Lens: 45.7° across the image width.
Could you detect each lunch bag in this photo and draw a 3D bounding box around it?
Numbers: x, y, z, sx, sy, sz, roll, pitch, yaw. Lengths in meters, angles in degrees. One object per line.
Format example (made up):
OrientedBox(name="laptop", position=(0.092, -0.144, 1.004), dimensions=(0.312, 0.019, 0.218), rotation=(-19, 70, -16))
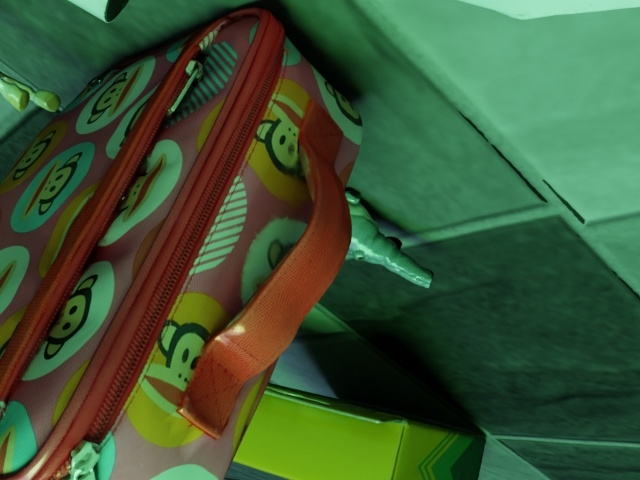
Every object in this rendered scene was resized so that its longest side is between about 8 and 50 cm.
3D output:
OrientedBox(name="lunch bag", position=(-0.098, 0.017, 0.413), dimensions=(0.258, 0.293, 0.120), rotation=(-7, 140, 40))

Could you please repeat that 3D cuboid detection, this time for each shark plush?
OrientedBox(name="shark plush", position=(0.000, 0.000, 0.547), dimensions=(0.161, 0.067, 0.073), rotation=(28, 153, -7))

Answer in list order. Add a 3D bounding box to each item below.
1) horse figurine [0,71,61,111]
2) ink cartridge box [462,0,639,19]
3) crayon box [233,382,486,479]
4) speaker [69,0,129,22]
OrientedBox(name="horse figurine", position=(-0.241, -0.136, 0.398), dimensions=(0.174, 0.066, 0.263), rotation=(22, 161, -2))
OrientedBox(name="ink cartridge box", position=(0.024, -0.161, 0.259), dimensions=(0.232, 0.066, 0.189), rotation=(0, 144, 32))
OrientedBox(name="crayon box", position=(0.024, 0.203, 0.769), dimensions=(0.202, 0.081, 0.318), rotation=(8, 167, 30))
OrientedBox(name="speaker", position=(-0.155, -0.169, 0.388), dimensions=(0.136, 0.055, 0.055), rotation=(29, 153, -9))
